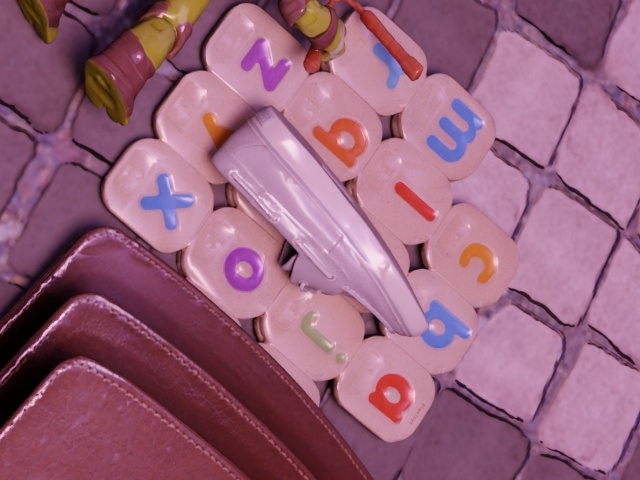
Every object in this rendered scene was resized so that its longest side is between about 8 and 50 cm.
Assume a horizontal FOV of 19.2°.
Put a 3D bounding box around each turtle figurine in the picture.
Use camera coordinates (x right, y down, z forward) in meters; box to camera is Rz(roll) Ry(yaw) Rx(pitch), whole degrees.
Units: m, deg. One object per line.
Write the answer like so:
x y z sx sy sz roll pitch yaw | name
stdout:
-0.064 -0.168 1.172 0.217 0.087 0.269 -40 99 -20 | turtle figurine

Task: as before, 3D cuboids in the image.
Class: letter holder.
-0.074 0.160 1.138 0.214 0.152 0.302 -48 112 -13 | letter holder

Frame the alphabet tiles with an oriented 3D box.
-0.002 -0.009 1.259 0.278 0.021 0.284 40 73 -21 | alphabet tiles

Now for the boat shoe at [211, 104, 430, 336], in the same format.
0.000 0.000 1.217 0.063 0.066 0.184 -36 115 6 | boat shoe
